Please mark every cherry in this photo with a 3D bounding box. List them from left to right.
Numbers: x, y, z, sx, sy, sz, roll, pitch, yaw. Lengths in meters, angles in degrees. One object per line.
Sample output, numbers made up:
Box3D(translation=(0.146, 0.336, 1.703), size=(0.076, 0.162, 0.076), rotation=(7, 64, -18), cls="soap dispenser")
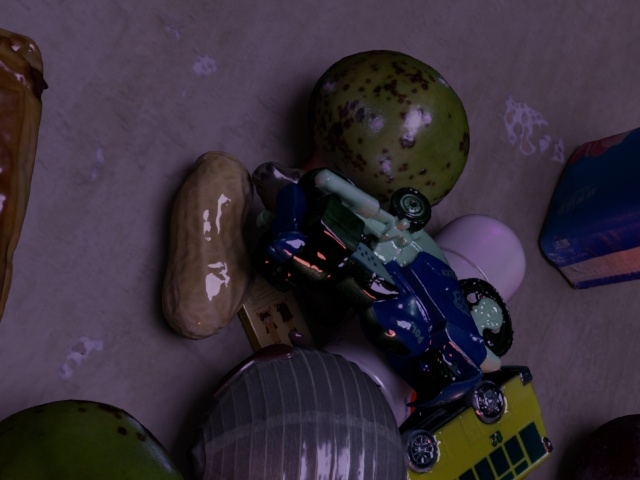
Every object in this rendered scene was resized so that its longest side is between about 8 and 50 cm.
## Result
Box3D(translation=(0.437, 0.317, 1.676), size=(0.195, 0.195, 0.195), rotation=(8, 76, -35), cls="cherry")

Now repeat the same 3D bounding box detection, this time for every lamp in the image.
Box3D(translation=(-0.029, 0.236, 1.322), size=(0.233, 0.233, 0.265), rotation=(11, 93, -34), cls="lamp")

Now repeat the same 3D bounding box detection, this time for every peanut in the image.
Box3D(translation=(-0.120, 0.004, 1.383), size=(0.099, 0.090, 0.214), rotation=(1, 77, 8), cls="peanut")

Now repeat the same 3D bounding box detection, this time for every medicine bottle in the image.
Box3D(translation=(0.130, 0.089, 1.523), size=(0.341, 0.130, 0.130), rotation=(-42, 106, -39), cls="medicine bottle")

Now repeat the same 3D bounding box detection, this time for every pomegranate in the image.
Box3D(translation=(-0.224, 0.274, 1.173), size=(0.271, 0.254, 0.254), rotation=(-5, 84, -49), cls="pomegranate")
Box3D(translation=(0.054, -0.104, 1.490), size=(0.248, 0.214, 0.214), rotation=(-41, 109, 3), cls="pomegranate")

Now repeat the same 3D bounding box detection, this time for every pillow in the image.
Box3D(translation=(0.000, -0.001, 1.442), size=(0.093, 0.051, 0.241), rotation=(-24, 122, -1), cls="pillow")

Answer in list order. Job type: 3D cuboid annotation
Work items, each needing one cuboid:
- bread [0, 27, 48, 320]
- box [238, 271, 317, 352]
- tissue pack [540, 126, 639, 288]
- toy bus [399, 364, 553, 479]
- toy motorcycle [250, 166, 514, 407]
Box3D(translation=(-0.422, -0.046, 1.119), size=(0.314, 0.191, 0.369), rotation=(13, 61, -28), cls="bread")
Box3D(translation=(-0.055, 0.093, 1.460), size=(0.073, 0.020, 0.149), rotation=(-27, 97, -37), cls="box")
Box3D(translation=(0.444, -0.058, 1.701), size=(0.137, 0.270, 0.209), rotation=(38, 61, -25), cls="tissue pack")
Box3D(translation=(0.151, 0.260, 1.513), size=(0.262, 0.128, 0.150), rotation=(-27, 98, -35), cls="toy bus")
Box3D(translation=(0.080, 0.058, 1.347), size=(0.331, 0.125, 0.196), rotation=(37, 46, -22), cls="toy motorcycle")
